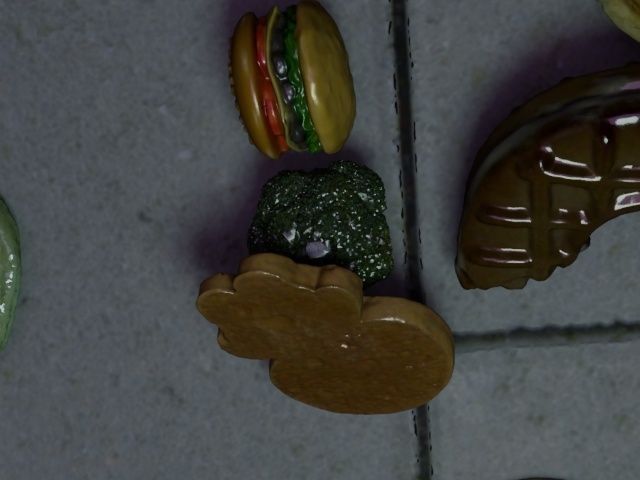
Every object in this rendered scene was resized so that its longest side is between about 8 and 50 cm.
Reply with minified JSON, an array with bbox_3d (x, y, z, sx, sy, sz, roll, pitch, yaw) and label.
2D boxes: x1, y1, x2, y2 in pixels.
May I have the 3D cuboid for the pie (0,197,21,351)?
[{"bbox_3d":[-0.420,0.043,1.370,0.240,0.054,0.240,1,99,5],"label":"pie"}]

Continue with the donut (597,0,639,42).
[{"bbox_3d":[0.428,-0.364,1.193,0.449,0.198,0.449,1,100,3],"label":"donut"}]

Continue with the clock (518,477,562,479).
[{"bbox_3d":[0.238,0.372,1.407,0.235,0.029,0.235,0,99,3],"label":"clock"}]

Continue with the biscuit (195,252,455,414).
[{"bbox_3d":[0.008,0.095,1.292,0.288,0.044,0.202,32,135,-29],"label":"biscuit"}]

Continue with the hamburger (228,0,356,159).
[{"bbox_3d":[-0.027,-0.155,1.268,0.115,0.162,0.162,-11,99,6],"label":"hamburger"}]

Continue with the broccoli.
[{"bbox_3d":[0.000,0.000,1.301,0.145,0.138,0.162,-4,103,2],"label":"broccoli"}]

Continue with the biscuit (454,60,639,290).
[{"bbox_3d":[0.319,-0.042,1.250,0.366,0.115,0.268,3,132,0],"label":"biscuit"}]
